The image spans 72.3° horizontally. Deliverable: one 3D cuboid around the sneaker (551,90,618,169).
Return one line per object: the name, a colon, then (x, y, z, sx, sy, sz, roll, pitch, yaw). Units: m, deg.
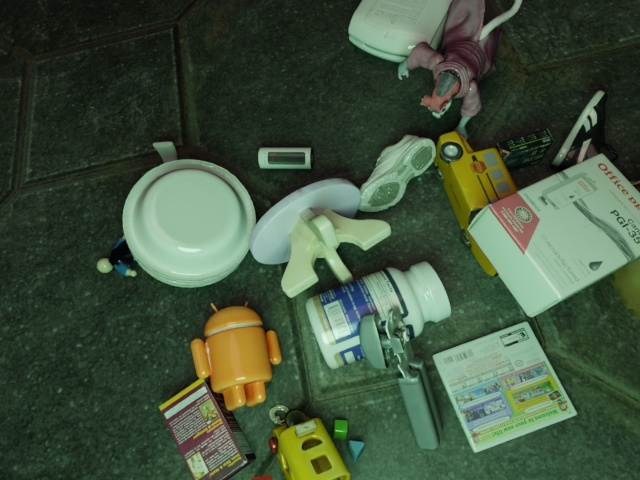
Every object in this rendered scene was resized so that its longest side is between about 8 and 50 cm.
sneaker: (0.652, -0.241, 1.034, 0.121, 0.079, 0.216, 32, 83, 15)

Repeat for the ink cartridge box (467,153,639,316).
ink cartridge box: (0.464, -0.017, 0.827, 0.283, 0.117, 0.207, -24, 68, -14)

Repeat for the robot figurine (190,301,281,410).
robot figurine: (-0.170, 0.232, 0.910, 0.158, 0.128, 0.219, -16, 68, 3)

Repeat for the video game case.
video game case: (0.361, 0.287, 0.876, 0.213, 0.023, 0.193, -19, 67, -2)

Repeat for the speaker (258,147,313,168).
speaker: (-0.088, -0.211, 1.120, 0.136, 0.055, 0.055, 2, 68, 8)

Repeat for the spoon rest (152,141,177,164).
spoon rest: (-0.406, -0.113, 1.100, 0.138, 0.084, 0.276, 0, 66, 11)

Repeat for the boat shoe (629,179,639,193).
boat shoe: (0.691, -0.088, 0.953, 0.286, 0.089, 0.104, -26, 68, -3)

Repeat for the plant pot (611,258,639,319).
plant pot: (0.730, 0.037, 0.809, 0.238, 0.254, 0.236, -2, 68, 5)

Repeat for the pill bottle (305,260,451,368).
pill bottle: (0.116, 0.145, 0.894, 0.265, 0.153, 0.153, -20, 67, -2)

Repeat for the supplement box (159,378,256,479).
supplement box: (-0.225, 0.385, 0.876, 0.104, 0.080, 0.188, -34, 68, -8)

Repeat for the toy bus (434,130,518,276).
toy bus: (0.365, -0.092, 0.984, 0.130, 0.108, 0.332, -15, 67, 0)

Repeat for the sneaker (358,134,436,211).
sneaker: (0.167, -0.165, 1.064, 0.232, 0.090, 0.115, -42, 37, 2)

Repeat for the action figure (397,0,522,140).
action figure: (0.345, -0.412, 1.023, 0.248, 0.276, 0.370, 37, 55, -9)

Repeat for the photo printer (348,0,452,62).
photo printer: (0.240, -0.634, 1.225, 0.256, 0.107, 0.307, 24, 73, 15)

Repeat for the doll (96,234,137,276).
doll: (-0.456, 0.034, 1.067, 0.189, 0.046, 0.129, -20, 58, -1)

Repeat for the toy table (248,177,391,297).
toy table: (0.000, 0.000, 0.939, 0.274, 0.252, 0.160, -39, 51, 2)

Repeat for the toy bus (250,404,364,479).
toy bus: (-0.027, 0.374, 0.796, 0.202, 0.104, 0.191, 14, 35, 12)

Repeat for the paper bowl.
paper bowl: (-0.286, -0.044, 0.975, 0.285, 0.148, 0.283, 5, 73, -17)

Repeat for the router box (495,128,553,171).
router box: (0.467, -0.205, 1.028, 0.123, 0.092, 0.038, -16, 67, 1)

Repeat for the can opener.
can opener: (0.150, 0.257, 0.820, 0.095, 0.076, 0.283, -10, 106, 28)
